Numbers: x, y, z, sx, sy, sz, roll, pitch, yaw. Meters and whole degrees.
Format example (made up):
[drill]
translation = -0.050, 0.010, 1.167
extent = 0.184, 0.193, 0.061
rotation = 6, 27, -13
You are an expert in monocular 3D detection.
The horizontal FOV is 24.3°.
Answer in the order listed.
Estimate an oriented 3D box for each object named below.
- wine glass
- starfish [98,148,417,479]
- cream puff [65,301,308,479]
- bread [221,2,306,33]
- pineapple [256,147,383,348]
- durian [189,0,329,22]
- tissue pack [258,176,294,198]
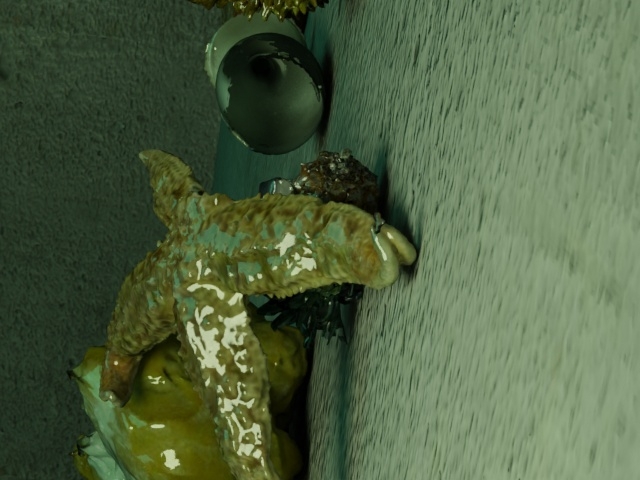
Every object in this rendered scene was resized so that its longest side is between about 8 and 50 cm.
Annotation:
[wine glass]
translation = -0.066, -0.198, 1.838
extent = 0.321, 0.143, 0.143
rotation = -116, 33, -72
[starfish]
translation = -0.081, 0.078, 1.303
extent = 0.432, 0.082, 0.324
rotation = 24, 111, 48
[cream puff]
translation = -0.114, 0.215, 1.625
extent = 0.274, 0.270, 0.323
rotation = 56, 156, 20
[bread]
translation = -0.079, -0.411, 2.176
extent = 0.327, 0.114, 0.295
rotation = -113, 29, -73
[pineapple]
translation = 0.000, 0.001, 1.333
extent = 0.083, 0.103, 0.221
rotation = -44, -23, -41
[durian]
translation = -0.061, -0.364, 1.561
extent = 0.293, 0.258, 0.258
rotation = 132, 144, -68
[tissue pack]
translation = -0.054, -0.021, 1.911
extent = 0.156, 0.051, 0.112
rotation = 179, 94, -82
